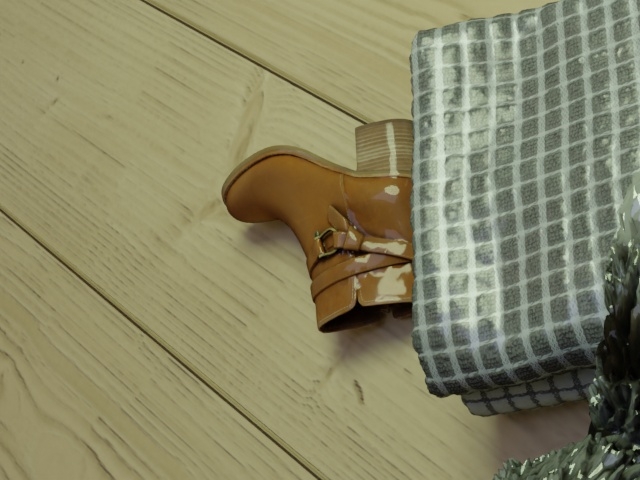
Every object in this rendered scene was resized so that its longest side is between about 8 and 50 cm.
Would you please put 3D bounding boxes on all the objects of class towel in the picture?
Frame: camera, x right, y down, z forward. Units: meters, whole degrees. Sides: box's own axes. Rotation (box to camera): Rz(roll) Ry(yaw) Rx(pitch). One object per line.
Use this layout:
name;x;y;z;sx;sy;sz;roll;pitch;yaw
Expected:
towel;0.175;-0.041;0.999;0.235;0.121;0.284;-17;60;33

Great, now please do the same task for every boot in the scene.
boot;0.000;0.000;1.165;0.197;0.073;0.152;-18;64;37

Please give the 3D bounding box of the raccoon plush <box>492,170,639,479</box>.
raccoon plush;0.096;0.182;0.774;0.216;0.299;0.446;-6;87;34
